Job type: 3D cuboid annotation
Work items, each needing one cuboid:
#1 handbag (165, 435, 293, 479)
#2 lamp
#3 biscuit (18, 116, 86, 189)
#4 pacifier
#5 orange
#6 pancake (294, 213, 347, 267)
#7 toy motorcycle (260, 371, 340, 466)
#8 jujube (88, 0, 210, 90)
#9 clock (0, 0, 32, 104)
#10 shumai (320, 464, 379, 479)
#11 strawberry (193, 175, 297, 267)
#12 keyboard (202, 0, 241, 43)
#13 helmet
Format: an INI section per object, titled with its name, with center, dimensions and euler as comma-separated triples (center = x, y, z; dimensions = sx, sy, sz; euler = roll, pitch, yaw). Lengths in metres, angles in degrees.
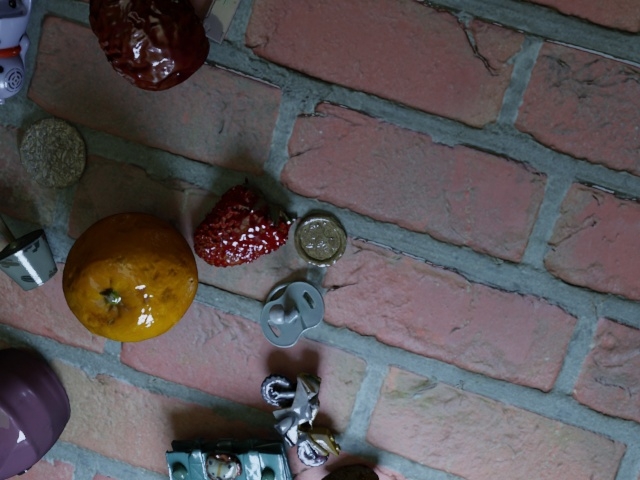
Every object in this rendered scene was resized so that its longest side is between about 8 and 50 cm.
[handbag]
center = -0.186, 0.551, 1.716
dimensions = 0.268, 0.100, 0.274
euler = -1, 112, 15
[lamp]
center = -0.635, -0.005, 1.673
dimensions = 0.121, 0.121, 0.215
euler = -25, 109, 11
[biscuit]
center = -0.553, -0.180, 1.679
dimensions = 0.152, 0.020, 0.152
euler = 1, 101, 8
[pacifier]
center = -0.070, 0.142, 1.642
dimensions = 0.150, 0.116, 0.127
euler = -34, 70, 16
[orange]
center = -0.375, 0.074, 1.604
dimensions = 0.261, 0.261, 0.261
euler = 1, 102, 7
[pancake]
center = 0.000, 0.000, 1.653
dimensions = 0.114, 0.011, 0.115
euler = 1, 103, 5
[toy motorcycle]
center = -0.027, 0.367, 1.694
dimensions = 0.129, 0.094, 0.229
euler = -26, 102, 10
[jujube]
center = -0.322, -0.400, 1.505
dimensions = 0.213, 0.213, 0.232
euler = -28, 90, 12
[clock]
center = -0.645, -0.395, 1.585
dimensions = 0.188, 0.189, 0.254
euler = 11, 118, 5
[shumai]
center = 0.064, 0.535, 1.708
dimensions = 0.139, 0.123, 0.105
euler = -40, 106, 0
[strawberry]
center = -0.163, -0.008, 1.633
dimensions = 0.167, 0.087, 0.208
euler = 38, 105, -3
[keyboard]
center = -0.181, -0.469, 1.574
dimensions = 0.055, 0.017, 0.166
euler = 27, 104, -4
[helmet]
center = -0.714, 0.401, 1.737
dimensions = 0.338, 0.197, 0.271
euler = -33, 99, 12
